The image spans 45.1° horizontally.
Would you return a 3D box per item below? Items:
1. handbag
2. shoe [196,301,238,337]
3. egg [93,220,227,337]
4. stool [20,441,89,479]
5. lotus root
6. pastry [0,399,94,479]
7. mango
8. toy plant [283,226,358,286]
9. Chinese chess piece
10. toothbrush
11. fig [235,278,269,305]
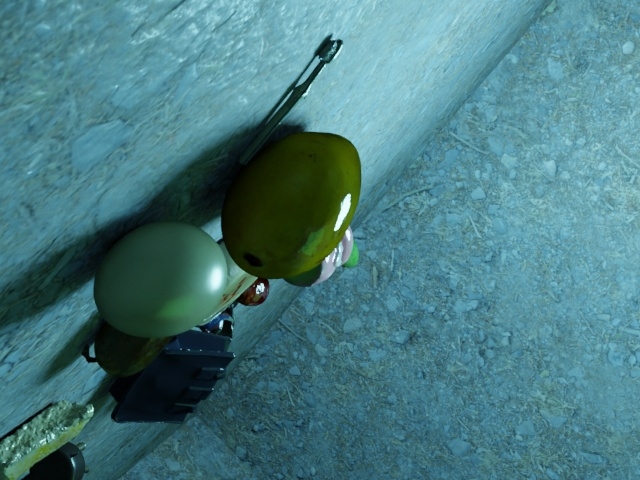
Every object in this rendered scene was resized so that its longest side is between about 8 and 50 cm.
[{"bbox_3d":[-0.381,0.356,2.030,0.269,0.118,0.326,14,131,-35],"label":"handbag"},{"bbox_3d":[-0.279,0.216,2.213,0.099,0.125,0.227,-53,169,27],"label":"shoe"},{"bbox_3d":[-0.256,0.064,1.244,0.186,0.186,0.241,-51,170,32],"label":"egg"},{"bbox_3d":[-0.678,0.585,1.945,0.217,0.125,0.121,-38,176,6],"label":"stool"},{"bbox_3d":[-0.356,0.174,1.543,0.241,0.123,0.124,-46,-178,11],"label":"lotus root"},{"bbox_3d":[-0.597,0.422,1.629,0.258,0.089,0.121,-41,176,-46],"label":"pastry"},{"bbox_3d":[-0.042,-0.087,1.538,0.300,0.232,0.446,-54,-179,29],"label":"mango"},{"bbox_3d":[0.002,0.003,2.219,0.356,0.210,0.317,-55,143,-59],"label":"toy plant"},{"bbox_3d":[-0.240,0.093,1.851,0.250,0.103,0.250,-44,173,-7],"label":"Chinese chess piece"},{"bbox_3d":[-0.057,-0.242,1.374,0.294,0.026,0.028,-50,154,22],"label":"toothbrush"},{"bbox_3d":[-0.197,0.121,2.193,0.150,0.128,0.128,-49,175,-27],"label":"fig"}]
